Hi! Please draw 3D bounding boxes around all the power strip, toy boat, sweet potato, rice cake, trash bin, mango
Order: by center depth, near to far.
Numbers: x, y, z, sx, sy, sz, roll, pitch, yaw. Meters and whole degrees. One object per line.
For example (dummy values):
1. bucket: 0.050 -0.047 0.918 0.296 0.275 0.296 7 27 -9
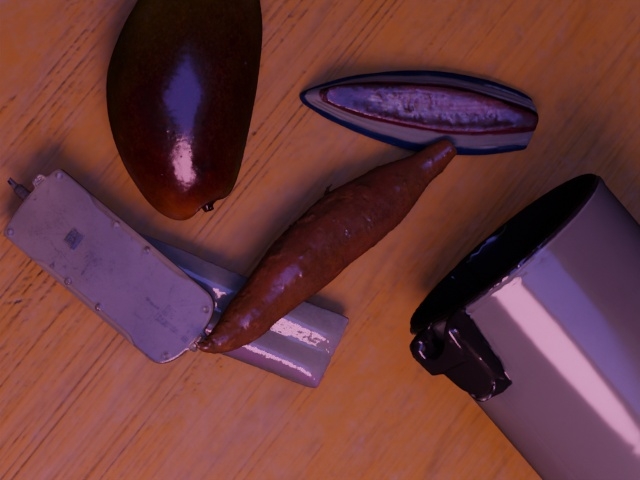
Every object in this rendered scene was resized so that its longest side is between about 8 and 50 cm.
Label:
1. power strip: -0.190 0.020 1.237 0.227 0.029 0.080 41 87 1
2. trash bin: 0.244 0.105 1.250 0.262 0.217 0.277 50 54 -4
3. mango: -0.122 -0.153 1.253 0.133 0.111 0.267 6 81 2
4. sweet potato: 0.000 0.000 1.272 0.314 0.066 0.072 -37 78 -24
5. rice cake: -0.087 0.067 1.282 0.221 0.042 0.080 22 79 -8
6. toy boat: 0.095 -0.125 1.324 0.229 0.046 0.080 7 89 -12
